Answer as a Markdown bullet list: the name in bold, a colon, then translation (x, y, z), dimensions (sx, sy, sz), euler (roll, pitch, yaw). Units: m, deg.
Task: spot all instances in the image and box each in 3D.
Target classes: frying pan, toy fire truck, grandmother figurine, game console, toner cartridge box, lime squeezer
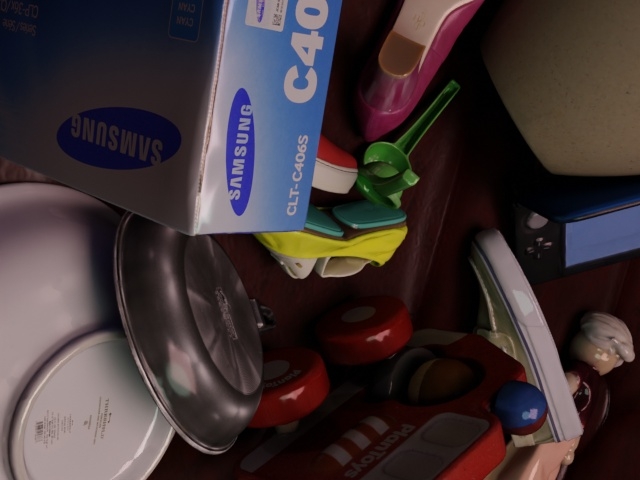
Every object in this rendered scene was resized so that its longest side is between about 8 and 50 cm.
- **frying pan**: translation (-0.070, 0.087, 0.836), dimensions (0.326, 0.053, 0.197), euler (46, 27, -58)
- **toy fire truck**: translation (0.073, 0.177, 0.983), dimensions (0.302, 0.254, 0.169), euler (-29, 113, -37)
- **grandmother figurine**: translation (0.333, 0.241, 1.436), dimensions (0.342, 0.104, 0.208), euler (-55, 160, -22)
- **game console**: translation (0.385, -0.022, 1.208), dimensions (0.293, 0.173, 0.250), euler (-14, 133, -2)
- **toner cartridge box**: translation (-0.139, -0.124, 0.586), dimensions (0.075, 0.348, 0.165), euler (-4, 107, -45)
- **lime squeezer**: translation (0.079, -0.072, 1.005), dimensions (0.059, 0.110, 0.310), euler (58, 23, -12)

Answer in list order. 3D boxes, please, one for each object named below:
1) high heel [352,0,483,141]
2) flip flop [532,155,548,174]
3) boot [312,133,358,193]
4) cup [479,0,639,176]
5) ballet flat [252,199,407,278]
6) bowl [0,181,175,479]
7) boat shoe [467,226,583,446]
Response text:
- **high heel**: translation (0.106, -0.208, 1.050), dimensions (0.117, 0.082, 0.244), euler (112, 4, -59)
- **flip flop**: translation (0.346, -0.061, 1.338), dimensions (0.112, 0.080, 0.277), euler (-48, 135, -23)
- **boot**: translation (-0.033, -0.147, 0.894), dimensions (0.244, 0.088, 0.176), euler (23, 86, -45)
- **cup**: translation (0.311, -0.199, 1.097), dimensions (0.237, 0.331, 0.331), euler (-28, 142, 20)
- **ballet flat**: translation (0.000, 0.000, 0.999), dimensions (0.231, 0.077, 0.077), euler (1, 120, -49)
- **bowl**: translation (-0.199, 0.113, 0.776), dimensions (0.298, 0.134, 0.298), euler (-20, 118, -42)
- **boat shoe**: translation (0.234, 0.130, 1.261), dimensions (0.094, 0.109, 0.302), euler (-22, 107, 6)
